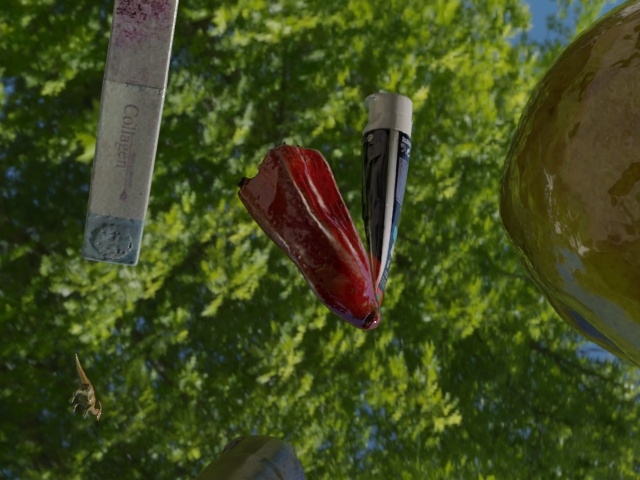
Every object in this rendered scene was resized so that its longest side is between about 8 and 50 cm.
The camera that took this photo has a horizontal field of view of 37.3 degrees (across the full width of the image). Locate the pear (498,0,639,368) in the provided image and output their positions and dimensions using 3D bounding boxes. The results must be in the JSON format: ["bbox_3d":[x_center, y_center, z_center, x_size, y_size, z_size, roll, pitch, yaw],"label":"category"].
[{"bbox_3d":[0.282,-0.036,0.637,0.304,0.304,0.304,-6,-130,8],"label":"pear"}]

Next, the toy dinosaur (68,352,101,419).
[{"bbox_3d":[-0.343,0.216,1.358,0.026,0.113,0.041,2,-149,38],"label":"toy dinosaur"}]

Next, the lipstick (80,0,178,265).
[{"bbox_3d":[-0.207,-0.125,1.025,0.066,0.317,0.068,9,-151,-10],"label":"lipstick"}]

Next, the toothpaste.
[{"bbox_3d":[0.055,-0.036,0.841,0.045,0.071,0.193,3,-105,7],"label":"toothpaste"}]

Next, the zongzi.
[{"bbox_3d":[-0.097,0.395,1.068,0.145,0.300,0.274,3,-172,14],"label":"zongzi"}]

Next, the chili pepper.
[{"bbox_3d":[0.000,0.000,1.187,0.136,0.144,0.253,-21,-117,-20],"label":"chili pepper"}]
